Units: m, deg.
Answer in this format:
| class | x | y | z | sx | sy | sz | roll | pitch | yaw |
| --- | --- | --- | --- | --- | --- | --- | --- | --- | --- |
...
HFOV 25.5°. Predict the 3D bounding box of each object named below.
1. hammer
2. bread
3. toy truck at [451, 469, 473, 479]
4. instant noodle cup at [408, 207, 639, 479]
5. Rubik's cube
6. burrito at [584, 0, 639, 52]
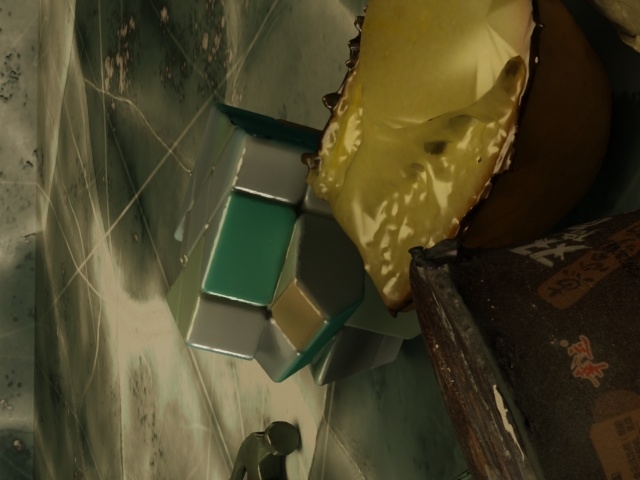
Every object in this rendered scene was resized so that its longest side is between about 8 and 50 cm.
| class | x | y | z | sx | sy | sz | roll | pitch | yaw |
| --- | --- | --- | --- | --- | --- | --- | --- | --- | --- |
| hammer | -0.050 | 0.319 | 1.519 | 0.159 | 0.041 | 0.226 | 130 | 133 | -58 |
| bread | 0.104 | -0.084 | 0.963 | 0.204 | 0.163 | 0.262 | 64 | 143 | 42 |
| toy truck | 0.077 | 0.246 | 0.899 | 0.136 | 0.162 | 0.305 | 57 | -175 | 6 |
| instant noodle cup | 0.174 | 0.072 | 0.692 | 0.217 | 0.207 | 0.217 | 160 | 90 | -87 |
| Rubik's cube | 0.000 | 0.000 | 1.181 | 0.265 | 0.213 | 0.224 | -129 | 56 | -71 |
| burrito | 0.215 | -0.143 | 0.804 | 0.392 | 0.076 | 0.117 | -126 | 40 | -52 |
